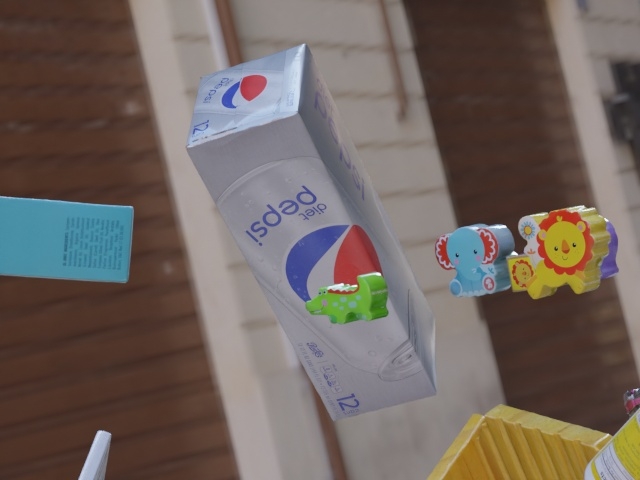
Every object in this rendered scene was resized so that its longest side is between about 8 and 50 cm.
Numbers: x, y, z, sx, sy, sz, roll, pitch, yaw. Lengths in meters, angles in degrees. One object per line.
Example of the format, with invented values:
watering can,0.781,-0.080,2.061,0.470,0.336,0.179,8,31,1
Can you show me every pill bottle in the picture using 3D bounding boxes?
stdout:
pill bottle,0.218,0.155,1.181,0.116,0.065,0.065,-52,-23,26

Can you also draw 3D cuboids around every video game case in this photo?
video game case,-0.257,0.302,1.860,0.019,0.157,0.143,16,-47,1

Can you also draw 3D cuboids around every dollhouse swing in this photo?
dollhouse swing,0.189,0.397,1.869,0.305,0.315,0.347,-30,16,-21

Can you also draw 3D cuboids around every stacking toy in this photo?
stacking toy,0.122,0.005,1.081,0.221,0.052,0.167,-11,1,43

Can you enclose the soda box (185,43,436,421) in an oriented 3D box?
soda box,0.000,0.000,1.340,0.091,0.286,0.098,-16,34,16

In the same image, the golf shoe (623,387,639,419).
golf shoe,0.304,0.129,1.210,0.186,0.086,0.067,-12,-6,29

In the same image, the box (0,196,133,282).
box,-0.271,-0.005,1.349,0.244,0.060,0.100,5,-2,-14
